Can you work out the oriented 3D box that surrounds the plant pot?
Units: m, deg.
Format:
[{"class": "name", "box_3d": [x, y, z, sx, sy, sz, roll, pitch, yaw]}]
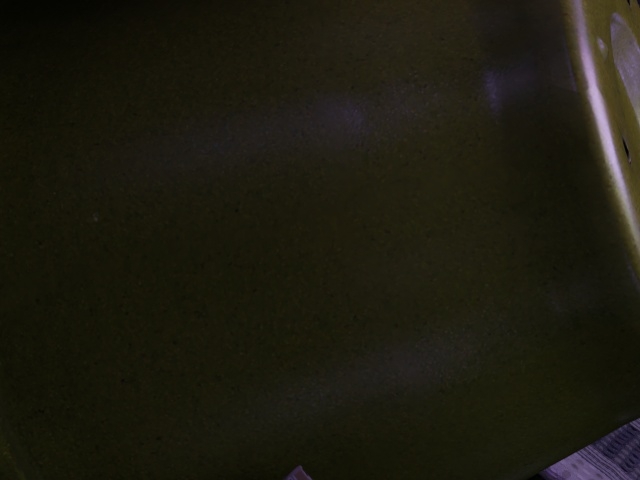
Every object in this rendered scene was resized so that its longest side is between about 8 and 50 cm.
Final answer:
[{"class": "plant pot", "box_3d": [0.000, 0.000, 0.872, 0.366, 0.353, 0.366, -17, 90, -71]}]

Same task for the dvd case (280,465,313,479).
[{"class": "dvd case", "box_3d": [-0.054, 0.214, 0.793, 0.018, 0.221, 0.164, 45, -4, 43]}]

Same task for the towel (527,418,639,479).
[{"class": "towel", "box_3d": [0.148, 0.124, 1.388, 0.324, 0.056, 0.312, 37, 15, 15]}]
